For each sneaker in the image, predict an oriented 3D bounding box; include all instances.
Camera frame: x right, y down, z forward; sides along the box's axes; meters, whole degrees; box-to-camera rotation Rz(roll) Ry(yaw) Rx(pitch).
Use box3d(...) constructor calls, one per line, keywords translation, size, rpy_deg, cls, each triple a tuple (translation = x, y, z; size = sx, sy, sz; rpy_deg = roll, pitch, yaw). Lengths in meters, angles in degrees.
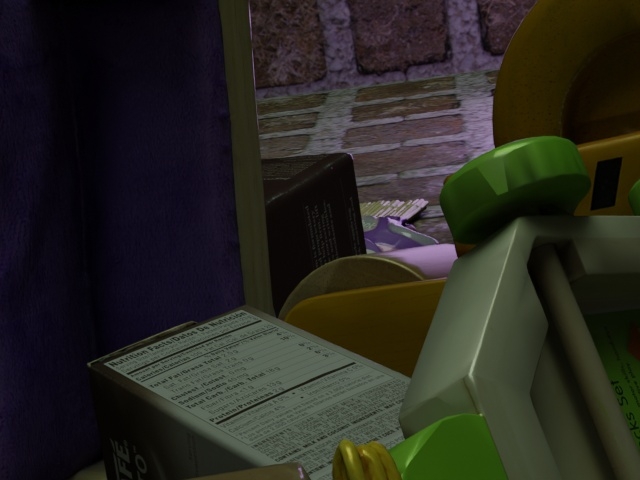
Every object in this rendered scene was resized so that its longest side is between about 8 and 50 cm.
box3d(translation=(0.033, 0.012, 1.368), size=(0.104, 0.095, 0.236), rpy_deg=(-24, 23, -21), cls="sneaker")

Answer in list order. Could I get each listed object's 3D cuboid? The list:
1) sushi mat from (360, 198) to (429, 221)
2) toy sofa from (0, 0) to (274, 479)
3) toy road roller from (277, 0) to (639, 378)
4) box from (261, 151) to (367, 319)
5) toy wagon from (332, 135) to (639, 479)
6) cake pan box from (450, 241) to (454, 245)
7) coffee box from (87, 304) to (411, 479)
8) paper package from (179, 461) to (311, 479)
box3d(translation=(0.000, 0.000, 1.635), size=(0.151, 0.019, 0.316), rpy_deg=(-2, 14, 23), cls="sushi mat")
box3d(translation=(-0.124, -0.004, 0.953), size=(0.150, 0.362, 0.177), rpy_deg=(1, 9, 33), cls="toy sofa")
box3d(translation=(0.135, -0.019, 0.829), size=(0.330, 0.240, 0.202), rpy_deg=(-11, -2, 25), cls="toy road roller")
box3d(translation=(-0.072, 0.036, 1.176), size=(0.167, 0.168, 0.203), rpy_deg=(-3, 13, 22), cls="box")
box3d(translation=(0.121, 0.092, 0.535), size=(0.344, 0.267, 0.068), rpy_deg=(-2, -27, -41), cls="toy wagon")
box3d(translation=(0.128, 0.017, 1.085), size=(0.267, 0.070, 0.246), rpy_deg=(-39, -1, 26), cls="cake pan box")
box3d(translation=(0.009, 0.135, 0.672), size=(0.098, 0.141, 0.246), rpy_deg=(-21, 25, -34), cls="coffee box")
box3d(translation=(-0.111, 0.213, 0.423), size=(0.310, 0.168, 0.325), rpy_deg=(-8, 12, -8), cls="paper package")
